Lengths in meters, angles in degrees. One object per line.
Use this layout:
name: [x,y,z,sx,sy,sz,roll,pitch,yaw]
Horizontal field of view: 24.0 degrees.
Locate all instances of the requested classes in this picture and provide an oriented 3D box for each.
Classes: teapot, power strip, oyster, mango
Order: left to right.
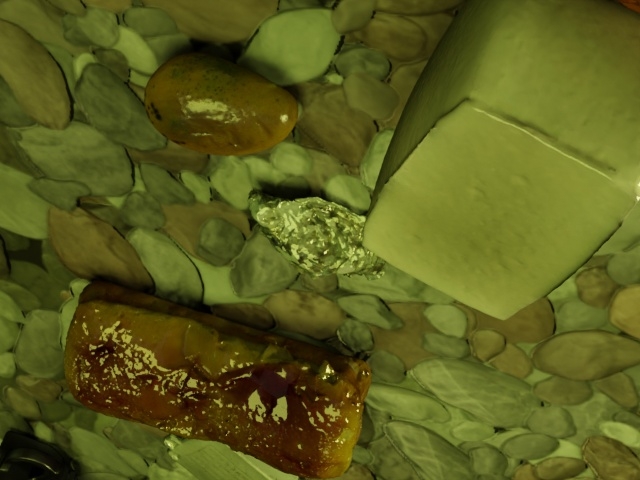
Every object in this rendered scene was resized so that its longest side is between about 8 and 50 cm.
teapot: [-0.288,0.270,1.548,0.096,0.087,0.177,12,137,5]
power strip: [-0.097,0.193,1.415,0.175,0.042,0.075,43,134,-20]
mango: [-0.073,-0.098,1.097,0.114,0.057,0.079,6,132,6]
oyster: [0.000,-0.001,1.177,0.100,0.037,0.098,1,134,22]

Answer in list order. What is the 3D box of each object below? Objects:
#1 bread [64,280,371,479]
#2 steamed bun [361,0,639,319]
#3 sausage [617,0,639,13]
bread: [-0.092,0.121,1.311,0.271,0.077,0.139,18,130,9]
steamed bun: [0.130,-0.072,0.950,0.146,0.164,0.241,27,153,-3]
sausage: [0.225,-0.218,0.791,0.133,0.133,0.258,21,137,1]
